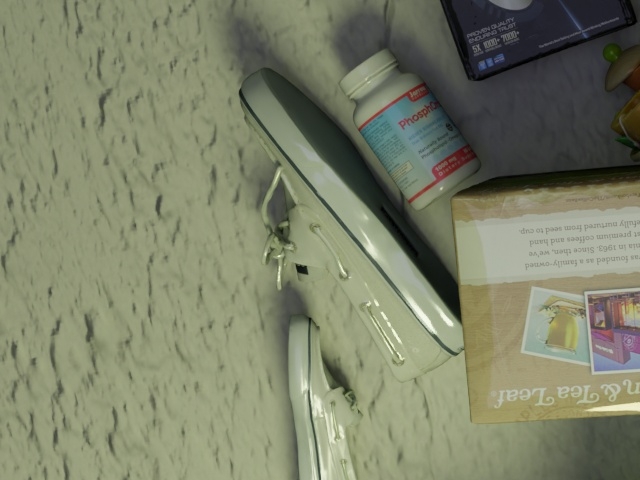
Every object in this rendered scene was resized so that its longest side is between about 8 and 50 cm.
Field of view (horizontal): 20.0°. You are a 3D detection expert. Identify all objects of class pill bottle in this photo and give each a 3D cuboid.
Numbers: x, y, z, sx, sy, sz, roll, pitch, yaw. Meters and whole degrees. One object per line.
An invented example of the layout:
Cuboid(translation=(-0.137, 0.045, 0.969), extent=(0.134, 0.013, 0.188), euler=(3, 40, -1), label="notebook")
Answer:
Cuboid(translation=(0.090, -0.118, 1.896), extent=(0.087, 0.087, 0.160), euler=(-36, 88, 14), label="pill bottle")

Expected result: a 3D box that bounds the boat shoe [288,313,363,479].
Cuboid(translation=(0.008, 0.186, 1.958), extent=(0.075, 0.083, 0.226), euler=(-4, 107, 2), label="boat shoe")

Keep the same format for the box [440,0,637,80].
Cuboid(translation=(0.216, -0.261, 1.858), extent=(0.180, 0.077, 0.147), euler=(-19, 91, 14), label="box")

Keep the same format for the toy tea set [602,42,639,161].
Cuboid(translation=(0.336, -0.191, 1.712), extent=(0.124, 0.336, 0.200), euler=(42, 67, -3), label="toy tea set")

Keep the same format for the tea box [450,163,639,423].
Cuboid(translation=(0.316, 0.038, 1.741), extent=(0.329, 0.323, 0.220), euler=(-5, 95, 12), label="tea box")

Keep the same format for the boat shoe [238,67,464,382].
Cuboid(translation=(0.002, -0.001, 1.915), extent=(0.156, 0.136, 0.367), euler=(-37, 97, 17), label="boat shoe")
